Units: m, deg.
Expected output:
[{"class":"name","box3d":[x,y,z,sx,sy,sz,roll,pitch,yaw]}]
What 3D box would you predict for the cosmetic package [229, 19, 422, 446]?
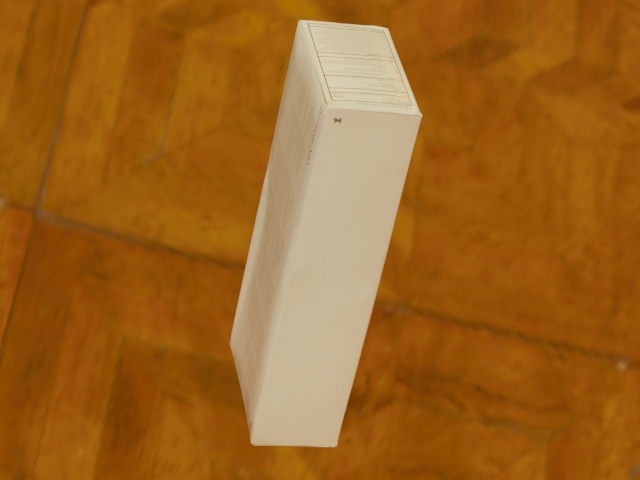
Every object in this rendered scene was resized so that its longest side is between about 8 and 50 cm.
[{"class":"cosmetic package","box3d":[0.000,0.000,1.166,0.060,0.239,0.099,5,35,-13]}]
